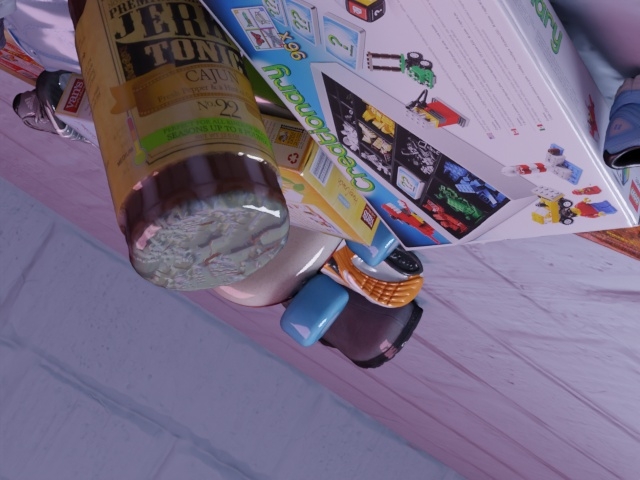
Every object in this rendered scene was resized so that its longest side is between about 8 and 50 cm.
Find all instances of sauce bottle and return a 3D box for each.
[{"bbox_3d":[-0.115,-0.134,0.858,0.111,0.111,0.344,52,-164,-60],"label":"sauce bottle"}]

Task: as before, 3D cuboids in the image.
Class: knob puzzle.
[{"bbox_3d":[-0.388,-0.254,1.637,0.213,0.030,0.213,16,167,4],"label":"knob puzzle"}]

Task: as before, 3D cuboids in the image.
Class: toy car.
[{"bbox_3d":[-0.027,-0.022,1.352,0.219,0.210,0.238,40,-178,9],"label":"toy car"}]

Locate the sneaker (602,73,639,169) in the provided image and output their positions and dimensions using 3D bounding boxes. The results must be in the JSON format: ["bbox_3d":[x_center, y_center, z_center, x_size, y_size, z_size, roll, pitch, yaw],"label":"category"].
[{"bbox_3d":[0.255,-0.046,0.798,0.162,0.073,0.063,21,165,29],"label":"sneaker"}]

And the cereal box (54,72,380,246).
[{"bbox_3d":[-0.082,-0.068,1.057,0.240,0.047,0.173,16,168,25],"label":"cereal box"}]

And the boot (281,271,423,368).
[{"bbox_3d":[-0.006,0.080,1.901,0.222,0.118,0.338,41,161,-20],"label":"boot"}]

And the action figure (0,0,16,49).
[{"bbox_3d":[-0.250,-0.243,0.861,0.099,0.185,0.285,53,137,14],"label":"action figure"}]

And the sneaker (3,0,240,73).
[{"bbox_3d":[-0.246,-0.217,1.061,0.366,0.135,0.150,32,127,-4],"label":"sneaker"}]

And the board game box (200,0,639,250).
[{"bbox_3d":[0.073,-0.104,0.839,0.193,0.053,0.305,-6,142,34],"label":"board game box"}]

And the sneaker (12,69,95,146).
[{"bbox_3d":[-0.364,-0.178,1.672,0.132,0.086,0.229,12,170,14],"label":"sneaker"}]

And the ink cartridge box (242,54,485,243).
[{"bbox_3d":[0.053,-0.095,1.062,0.255,0.097,0.189,21,168,-2],"label":"ink cartridge box"}]

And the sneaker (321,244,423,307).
[{"bbox_3d":[0.000,0.000,1.588,0.262,0.099,0.121,35,172,-15],"label":"sneaker"}]

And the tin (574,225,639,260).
[{"bbox_3d":[0.228,-0.031,1.026,0.189,0.040,0.106,25,171,26],"label":"tin"}]
